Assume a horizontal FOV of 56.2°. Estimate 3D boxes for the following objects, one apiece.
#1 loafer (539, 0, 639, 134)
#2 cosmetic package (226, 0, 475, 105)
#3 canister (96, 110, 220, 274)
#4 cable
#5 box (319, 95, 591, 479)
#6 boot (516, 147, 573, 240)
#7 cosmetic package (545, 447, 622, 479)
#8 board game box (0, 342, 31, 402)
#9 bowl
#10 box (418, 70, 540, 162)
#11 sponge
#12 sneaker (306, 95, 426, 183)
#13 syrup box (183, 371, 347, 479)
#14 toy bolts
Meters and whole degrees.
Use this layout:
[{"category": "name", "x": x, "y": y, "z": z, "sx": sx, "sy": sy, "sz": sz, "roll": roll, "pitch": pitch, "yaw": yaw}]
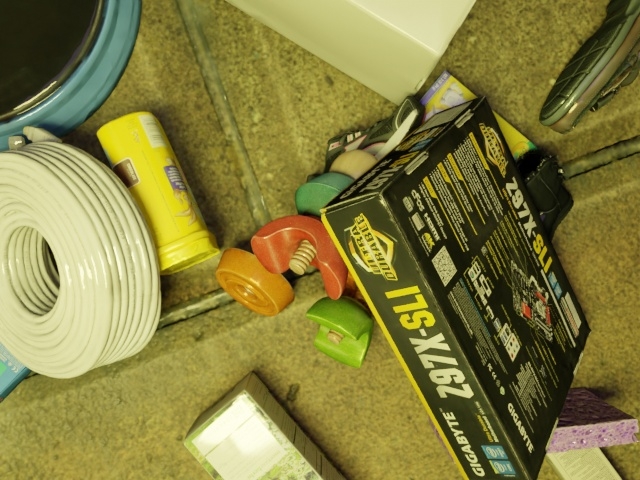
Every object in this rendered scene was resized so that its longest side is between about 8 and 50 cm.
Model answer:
[{"category": "loafer", "x": 0.375, "y": -0.234, "z": 0.734, "sx": 0.084, "sy": 0.096, "sz": 0.267, "roll": 35, "pitch": 86, "yaw": -7}, {"category": "cosmetic package", "x": -0.014, "y": -0.326, "z": 0.659, "sx": 0.385, "sy": 0.217, "sz": 0.156, "roll": 30, "pitch": 89, "yaw": -3}, {"category": "canister", "x": -0.185, "y": -0.051, "z": 0.693, "sx": 0.073, "sy": 0.126, "sz": 0.170, "roll": -24, "pitch": 88, "yaw": -5}, {"category": "cable", "x": -0.286, "y": 0.022, "z": 0.650, "sx": 0.257, "sy": 0.089, "sz": 0.257, "roll": 20, "pitch": 112, "yaw": 26}, {"category": "box", "x": 0.163, "y": 0.043, "z": 0.624, "sx": 0.079, "sy": 0.257, "sz": 0.322, "roll": -17, "pitch": 108, "yaw": 41}, {"category": "boot", "x": 0.255, "y": -0.042, "z": 0.726, "sx": 0.121, "sy": 0.045, "sz": 0.099, "roll": -52, "pitch": 128, "yaw": -7}, {"category": "cosmetic package", "x": 0.329, "y": 0.288, "z": 0.750, "sx": 0.060, "sy": 0.041, "sz": 0.115, "roll": -35, "pitch": 91, "yaw": -3}, {"category": "board game box", "x": -0.465, "y": 0.162, "z": 0.718, "sx": 0.160, "sy": 0.047, "sz": 0.210, "roll": 45, "pitch": 88, "yaw": -2}, {"category": "bowl", "x": -0.417, "y": -0.297, "z": 0.710, "sx": 0.391, "sy": 0.077, "sz": 0.391, "roll": 0, "pitch": 90, "yaw": -2}, {"category": "box", "x": 0.187, "y": -0.112, "z": 0.749, "sx": 0.179, "sy": 0.043, "sz": 0.105, "roll": 39, "pitch": 89, "yaw": -3}, {"category": "sponge", "x": 0.242, "y": 0.214, "z": 0.709, "sx": 0.210, "sy": 0.117, "sz": 0.031, "roll": -6, "pitch": 95, "yaw": -2}, {"category": "sneaker", "x": 0.046, "y": -0.105, "z": 0.712, "sx": 0.077, "sy": 0.072, "sz": 0.178, "roll": 44, "pitch": 109, "yaw": 8}, {"category": "syrup box", "x": -0.043, "y": 0.282, "z": 0.709, "sx": 0.093, "sy": 0.096, "sz": 0.237, "roll": -41, "pitch": 91, "yaw": 0}, {"category": "toy bolts", "x": 0.000, "y": 0.000, "z": 0.677, "sx": 0.218, "sy": 0.228, "sz": 0.158, "roll": 24, "pitch": 61, "yaw": 19}]
